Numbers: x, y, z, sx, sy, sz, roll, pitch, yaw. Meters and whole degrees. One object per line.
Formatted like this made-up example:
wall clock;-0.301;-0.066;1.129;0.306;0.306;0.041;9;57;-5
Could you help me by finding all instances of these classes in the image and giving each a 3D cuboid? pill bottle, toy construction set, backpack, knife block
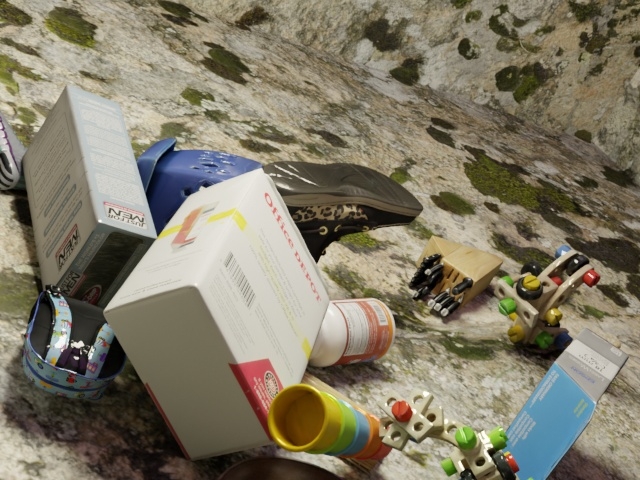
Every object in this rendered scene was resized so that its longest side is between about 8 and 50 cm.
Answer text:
pill bottle;0.027;0.167;1.907;0.216;0.121;0.121;1;36;-47
toy construction set;0.496;0.187;2.318;0.237;0.257;0.309;-19;73;-35
backpack;-0.359;0.166;1.516;0.158;0.117;0.173;21;25;-15
toy construction set;0.234;0.339;1.640;0.327;0.151;0.215;39;16;-40
knife block;0.325;0.101;2.391;0.275;0.088;0.242;16;28;-25

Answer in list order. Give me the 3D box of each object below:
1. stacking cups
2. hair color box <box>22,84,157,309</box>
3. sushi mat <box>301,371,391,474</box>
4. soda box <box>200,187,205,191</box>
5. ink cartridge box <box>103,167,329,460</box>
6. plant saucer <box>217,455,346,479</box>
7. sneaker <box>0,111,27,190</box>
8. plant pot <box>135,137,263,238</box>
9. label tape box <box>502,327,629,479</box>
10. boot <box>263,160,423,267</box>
stacking cups;0.037;0.283;1.566;0.096;0.096;0.316;44;7;30
hair color box;-0.405;-0.077;1.796;0.113;0.185;0.374;19;33;-35
sushi mat;-0.026;0.272;1.774;0.316;0.019;0.151;32;24;7
soda box;-0.222;-0.052;2.133;0.216;0.074;0.069;32;25;7
ink cartridge box;-0.140;0.103;1.617;0.279;0.160;0.385;64;23;-21
plant saucer;-0.017;0.426;1.450;0.310;0.050;0.310;22;26;-11
sneaker;-0.594;-0.170;1.991;0.098;0.083;0.224;17;36;-46
plant pot;-0.248;-0.054;1.903;0.212;0.236;0.236;21;16;-2
label tape box;0.417;0.317;1.880;0.106;0.241;0.333;36;25;16
boot;0.000;0.000;2.009;0.377;0.284;0.138;1;35;-43
